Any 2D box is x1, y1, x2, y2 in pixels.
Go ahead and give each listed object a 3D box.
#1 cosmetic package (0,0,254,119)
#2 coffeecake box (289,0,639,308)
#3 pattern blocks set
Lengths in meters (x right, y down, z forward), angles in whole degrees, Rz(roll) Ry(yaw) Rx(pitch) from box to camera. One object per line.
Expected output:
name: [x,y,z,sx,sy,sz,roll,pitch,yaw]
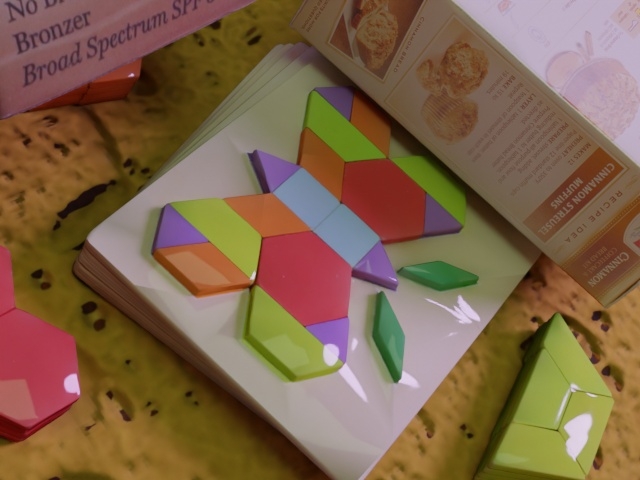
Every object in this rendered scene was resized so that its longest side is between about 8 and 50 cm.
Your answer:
cosmetic package: [-0.115,-0.207,0.360,0.129,0.296,0.153,19,40,36]
coffeecake box: [0.103,-0.083,0.526,0.185,0.068,0.142,42,43,3]
pattern blocks set: [0.000,0.000,0.470,0.285,0.026,0.324,31,49,-7]
